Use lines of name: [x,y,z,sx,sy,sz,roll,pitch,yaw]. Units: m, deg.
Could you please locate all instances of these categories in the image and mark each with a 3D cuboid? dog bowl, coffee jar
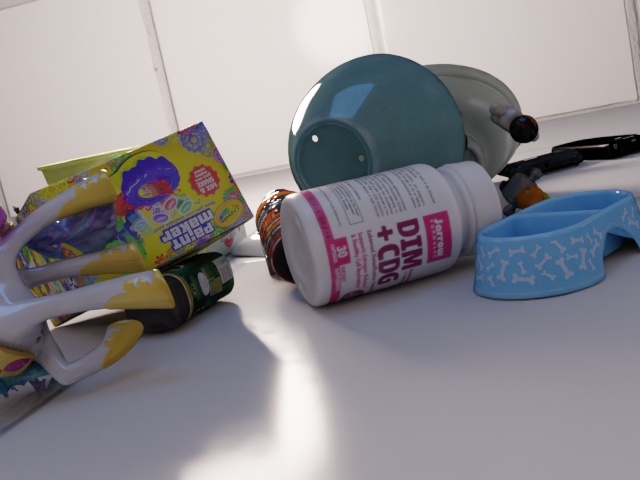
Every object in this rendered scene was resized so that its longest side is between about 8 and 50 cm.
dog bowl: [0.313,-0.003,1.064,0.166,0.074,0.297,-2,13,45]
coffee jar: [-0.209,0.077,1.216,0.096,0.079,0.184,-14,7,23]

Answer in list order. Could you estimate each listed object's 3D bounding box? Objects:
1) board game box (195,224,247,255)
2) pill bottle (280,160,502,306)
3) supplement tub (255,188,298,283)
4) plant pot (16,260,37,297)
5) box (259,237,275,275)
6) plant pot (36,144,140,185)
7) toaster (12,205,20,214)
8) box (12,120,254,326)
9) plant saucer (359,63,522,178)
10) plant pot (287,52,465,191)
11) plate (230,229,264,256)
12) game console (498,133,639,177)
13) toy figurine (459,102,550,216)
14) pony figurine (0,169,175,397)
board game box: [-0.335,0.006,1.730,0.303,0.098,0.224,-8,11,16]
pill bottle: [0.099,-0.018,1.149,0.283,0.160,0.160,-15,10,-16]
supplement tub: [-0.049,-0.016,1.336,0.106,0.106,0.198,-13,28,-8]
plant pot: [-0.588,0.062,1.562,0.165,0.167,0.167,-16,8,18]
box: [0.000,0.000,1.444,0.207,0.036,0.114,-13,26,-5]
plant pot: [-0.594,-0.105,2.207,0.276,0.254,0.276,-11,9,2]
toaster: [-0.626,-0.024,1.992,0.168,0.186,0.110,-11,14,8]
box: [-0.309,-0.020,1.299,0.290,0.177,0.279,-29,2,-31]
plant saucer: [0.204,-0.162,1.590,0.400,0.400,0.101,-11,53,4]
plant pot: [0.061,-0.142,1.299,0.290,0.290,0.195,-6,13,30]
plate: [-0.005,-0.024,1.655,0.278,0.045,0.277,-21,14,-38]
game console: [0.582,-0.199,1.956,0.361,0.044,0.213,-15,9,-19]
toy figurine: [0.286,-0.129,1.426,0.209,0.213,0.148,-9,20,-2]
pony figurine: [-0.397,0.054,0.975,0.363,0.303,0.351,-24,57,-17]
